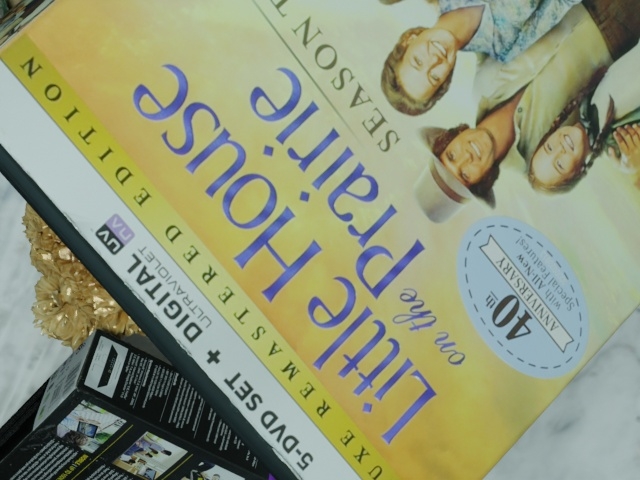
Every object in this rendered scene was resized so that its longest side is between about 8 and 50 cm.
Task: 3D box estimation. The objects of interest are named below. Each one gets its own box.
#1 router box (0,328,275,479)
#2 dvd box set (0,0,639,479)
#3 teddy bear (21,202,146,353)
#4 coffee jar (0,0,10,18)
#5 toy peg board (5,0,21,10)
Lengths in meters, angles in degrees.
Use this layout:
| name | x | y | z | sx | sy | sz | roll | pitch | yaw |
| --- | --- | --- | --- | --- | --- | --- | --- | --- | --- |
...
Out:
| name | x | y | z | sx | sy | sz | roll | pitch | yaw |
| --- | --- | --- | --- | --- | --- | --- | --- | --- | --- |
| router box | -0.119 | 0.135 | 0.813 | 0.133 | 0.046 | 0.179 | 30 | 137 | -18 |
| dvd box set | 0.077 | -0.094 | 0.642 | 0.420 | 0.062 | 0.307 | -44 | 114 | -15 |
| teddy bear | 0.000 | 0.000 | 0.797 | 0.338 | 0.113 | 0.245 | 24 | 102 | -17 |
| coffee jar | -0.229 | -0.066 | 0.712 | 0.096 | 0.079 | 0.184 | 33 | 133 | -1 |
| toy peg board | -0.091 | -0.130 | 0.693 | 0.161 | 0.079 | 0.160 | -2 | 124 | 32 |
